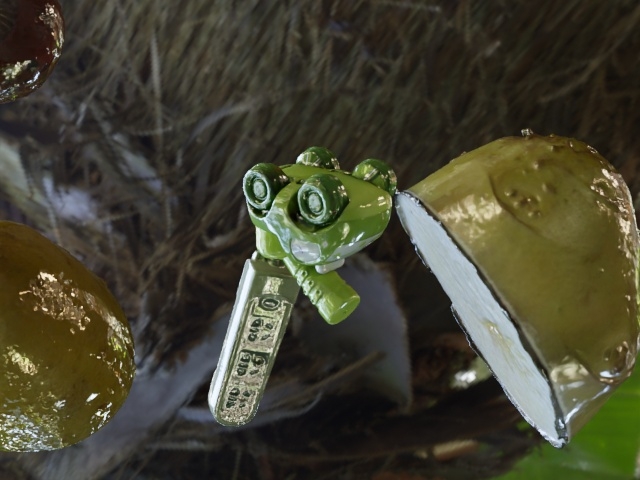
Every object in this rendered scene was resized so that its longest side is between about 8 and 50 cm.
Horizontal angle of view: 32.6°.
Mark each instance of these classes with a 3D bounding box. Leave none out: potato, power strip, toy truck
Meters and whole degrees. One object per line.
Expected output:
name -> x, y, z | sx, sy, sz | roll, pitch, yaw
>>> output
potato -> 0.231, 0.034, 1.072 | 0.299, 0.196, 0.246 | 60, 176, -6
potato -> -0.252, 0.059, 0.868 | 0.178, 0.158, 0.203 | -25, -113, -13
power strip -> -0.103, 0.153, 1.604 | 0.080, 0.286, 0.048 | 11, -159, -23
toy truck -> -0.010, -0.018, 1.420 | 0.187, 0.210, 0.148 | 33, -144, 29

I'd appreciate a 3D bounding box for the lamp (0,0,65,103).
lamp -> -0.348, -0.220, 1.188 | 0.157, 0.135, 0.156 | -34, -107, -5
